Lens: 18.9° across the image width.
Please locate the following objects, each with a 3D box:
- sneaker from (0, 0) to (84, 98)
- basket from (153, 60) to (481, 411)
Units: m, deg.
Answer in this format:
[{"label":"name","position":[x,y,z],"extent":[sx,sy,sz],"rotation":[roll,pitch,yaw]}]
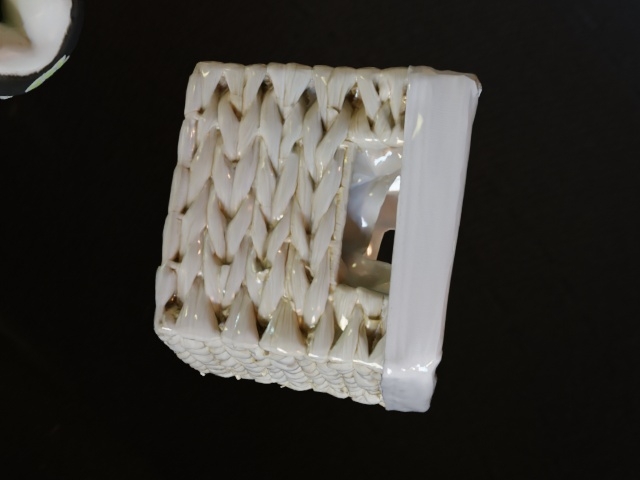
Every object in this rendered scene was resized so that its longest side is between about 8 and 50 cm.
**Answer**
[{"label":"sneaker","position":[-0.180,-0.215,0.648],"extent":[0.145,0.147,0.384],"rotation":[-40,122,-17]},{"label":"basket","position":[0.000,0.000,0.733],"extent":[0.103,0.167,0.113],"rotation":[8,81,2]}]
